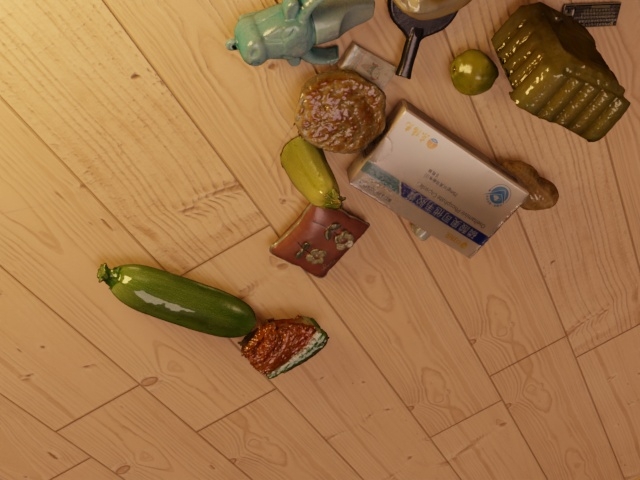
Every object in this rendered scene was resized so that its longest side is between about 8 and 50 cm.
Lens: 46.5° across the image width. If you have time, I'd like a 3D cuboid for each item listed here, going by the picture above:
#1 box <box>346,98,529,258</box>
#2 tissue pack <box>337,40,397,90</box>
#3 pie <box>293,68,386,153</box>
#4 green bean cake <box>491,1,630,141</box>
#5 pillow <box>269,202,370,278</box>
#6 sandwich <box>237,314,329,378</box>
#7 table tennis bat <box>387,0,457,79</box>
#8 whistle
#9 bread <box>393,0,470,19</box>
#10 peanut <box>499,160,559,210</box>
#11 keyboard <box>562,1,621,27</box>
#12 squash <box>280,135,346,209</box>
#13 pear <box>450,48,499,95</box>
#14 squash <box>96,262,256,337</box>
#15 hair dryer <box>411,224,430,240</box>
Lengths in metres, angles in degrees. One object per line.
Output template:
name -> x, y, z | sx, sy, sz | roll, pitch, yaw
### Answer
box -> 0.249, -0.123, 1.576 | 0.343, 0.065, 0.200 | 30, 115, -20
tissue pack -> 0.091, -0.333, 1.427 | 0.108, 0.023, 0.056 | 19, 118, -31
pie -> 0.041, -0.251, 1.441 | 0.193, 0.079, 0.163 | 15, 122, -27
green bean cake -> 0.459, -0.323, 1.409 | 0.233, 0.236, 0.124 | 18, 133, -27
pillow -> 0.000, 0.000, 1.631 | 0.171, 0.075, 0.179 | 27, 116, -34
sandwich -> -0.093, 0.232, 1.773 | 0.184, 0.109, 0.160 | -36, 129, 4
table tennis bat -> 0.185, -0.415, 1.380 | 0.150, 0.027, 0.236 | 3, 120, -21
whistle -> -0.035, -0.377, 1.309 | 0.273, 0.093, 0.186 | -18, 157, -8
bread -> 0.137, -0.548, 1.110 | 0.329, 0.245, 0.424 | -48, 142, -30
peanut -> 0.463, -0.123, 1.683 | 0.192, 0.089, 0.089 | 30, 114, -30
keyboard -> 0.540, -0.450, 1.488 | 0.129, 0.015, 0.049 | -6, 129, -14
squash -> -0.003, -0.119, 1.443 | 0.094, 0.224, 0.094 | -11, 126, -16
pear -> 0.306, -0.329, 1.463 | 0.097, 0.092, 0.092 | -5, 129, -14
squash -> -0.298, 0.135, 1.622 | 0.395, 0.107, 0.107 | 24, 117, -32
hair dryer -> 0.280, -0.025, 1.730 | 0.082, 0.047, 0.137 | -45, 135, 19
